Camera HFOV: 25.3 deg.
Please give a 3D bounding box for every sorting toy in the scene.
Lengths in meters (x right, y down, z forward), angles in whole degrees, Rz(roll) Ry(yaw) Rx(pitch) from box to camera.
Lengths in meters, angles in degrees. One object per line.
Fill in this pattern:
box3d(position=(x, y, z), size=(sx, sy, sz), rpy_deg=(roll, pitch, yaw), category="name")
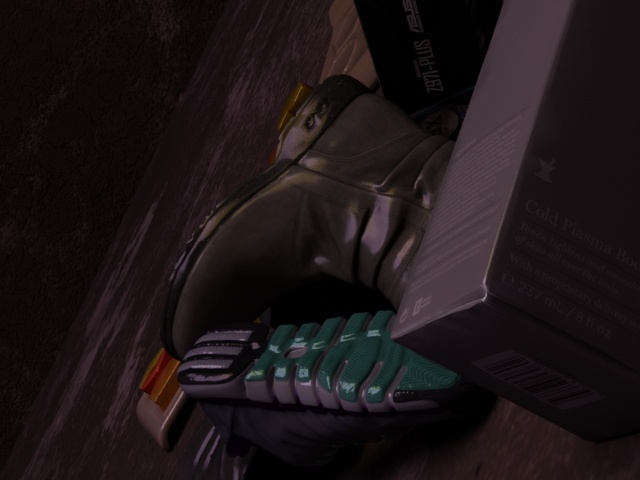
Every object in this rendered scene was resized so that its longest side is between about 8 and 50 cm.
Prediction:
box3d(position=(-0.154, 0.125, 1.617), size=(0.208, 0.038, 0.193), rpy_deg=(-64, 14, -5), category="sorting toy")
box3d(position=(0.037, -0.209, 1.576), size=(0.307, 0.041, 0.229), rpy_deg=(-50, 23, 42), category="sorting toy")

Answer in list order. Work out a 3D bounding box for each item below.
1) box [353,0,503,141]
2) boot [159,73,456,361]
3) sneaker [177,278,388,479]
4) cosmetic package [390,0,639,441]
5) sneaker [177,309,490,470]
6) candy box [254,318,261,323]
box3d(position=(0.087, -0.174, 1.073), size=(0.077, 0.147, 0.180), rpy_deg=(-8, 39, 16), category="box")
box3d(position=(0.010, 0.012, 0.973), size=(0.246, 0.161, 0.083), rpy_deg=(-54, -30, -2), category="boot")
box3d(position=(-0.002, 0.095, 1.045), size=(0.130, 0.109, 0.286), rpy_deg=(15, 84, 66), category="sneaker")
box3d(position=(0.138, -0.036, 0.703), size=(0.107, 0.127, 0.238), rpy_deg=(-35, 33, 63), category="cosmetic package")
box3d(position=(0.018, 0.104, 0.917), size=(0.223, 0.098, 0.083), rpy_deg=(0, 37, 35), category="sneaker")
box3d(position=(0.000, 0.000, 1.165), size=(0.027, 0.105, 0.206), rpy_deg=(-33, 32, 56), category="candy box")
